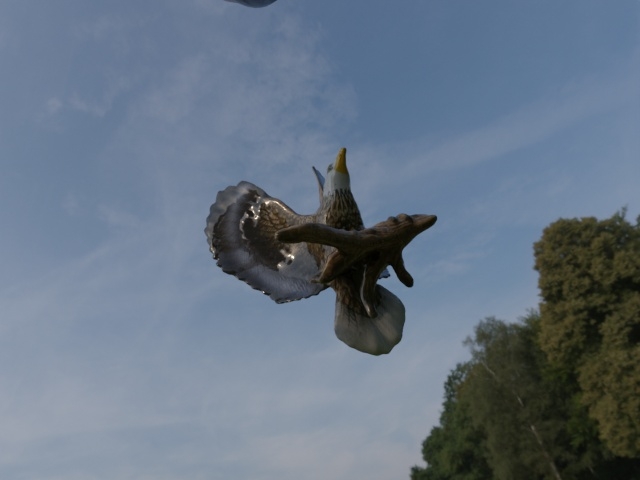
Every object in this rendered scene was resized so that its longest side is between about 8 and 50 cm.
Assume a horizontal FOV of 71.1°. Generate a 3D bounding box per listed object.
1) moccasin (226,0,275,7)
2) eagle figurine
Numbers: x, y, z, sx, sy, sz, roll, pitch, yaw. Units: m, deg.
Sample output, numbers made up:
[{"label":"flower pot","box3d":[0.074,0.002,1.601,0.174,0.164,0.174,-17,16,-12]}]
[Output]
[{"label":"moccasin","box3d":[0.024,-0.260,0.096,0.147,0.139,0.380,36,-62,-5]},{"label":"eagle figurine","box3d":[0.004,-0.010,0.591,0.226,0.298,0.225,40,-106,-25]}]
